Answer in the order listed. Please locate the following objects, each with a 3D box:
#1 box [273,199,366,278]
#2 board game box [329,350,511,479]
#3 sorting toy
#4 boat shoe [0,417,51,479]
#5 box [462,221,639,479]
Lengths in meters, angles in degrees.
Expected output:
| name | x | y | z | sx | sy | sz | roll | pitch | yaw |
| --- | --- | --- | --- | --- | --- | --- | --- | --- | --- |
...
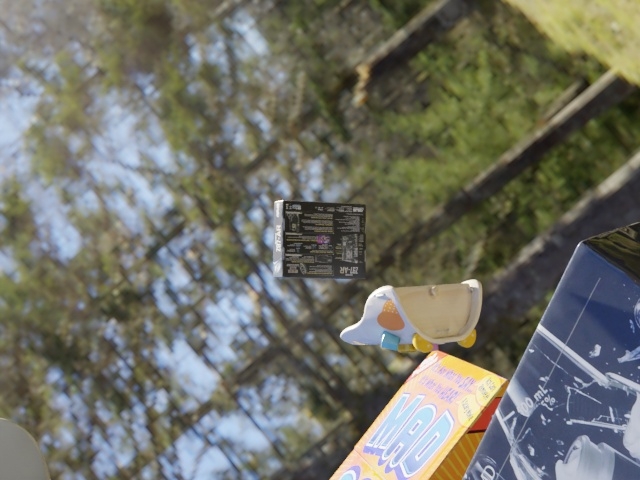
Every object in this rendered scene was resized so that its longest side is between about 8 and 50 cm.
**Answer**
| name | x | y | z | sx | sy | sz | roll | pitch | yaw |
| --- | --- | --- | --- | --- | --- | --- | --- | --- | --- |
| box | 0.000 | 0.000 | 1.191 | 0.083 | 0.067 | 0.018 | 1 | 177 | -28 |
| board game box | 0.204 | 0.396 | 1.703 | 0.356 | 0.356 | 0.356 | 39 | 176 | -7 |
| sorting toy | 0.054 | 0.055 | 0.893 | 0.083 | 0.075 | 0.045 | -2 | -102 | -42 |
| boat shoe | -0.166 | 0.200 | 0.720 | 0.080 | 0.076 | 0.228 | -3 | -136 | -28 |
| box | 0.312 | 0.207 | 1.157 | 0.179 | 0.343 | 0.312 | -13 | -137 | -46 |
